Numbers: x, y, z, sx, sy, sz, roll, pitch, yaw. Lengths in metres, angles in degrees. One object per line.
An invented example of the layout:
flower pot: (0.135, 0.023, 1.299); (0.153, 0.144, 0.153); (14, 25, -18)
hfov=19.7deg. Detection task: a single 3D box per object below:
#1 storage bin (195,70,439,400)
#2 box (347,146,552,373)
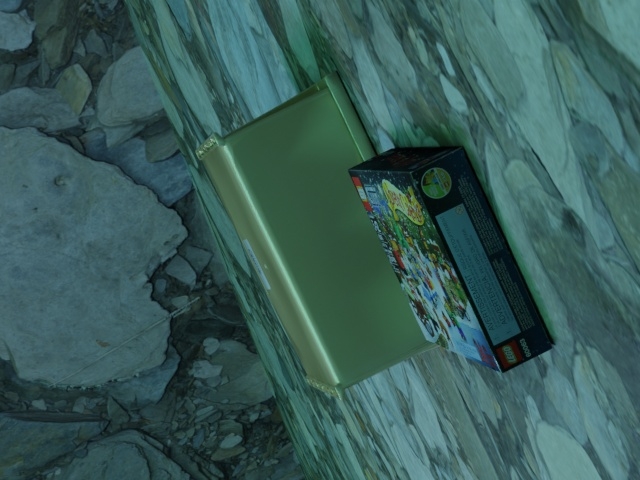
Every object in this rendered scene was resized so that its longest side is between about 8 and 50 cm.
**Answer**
storage bin: (0.000, 0.000, 1.710); (0.262, 0.123, 0.260); (64, 173, -3)
box: (0.093, 0.009, 1.402); (0.159, 0.044, 0.233); (64, 172, -6)
